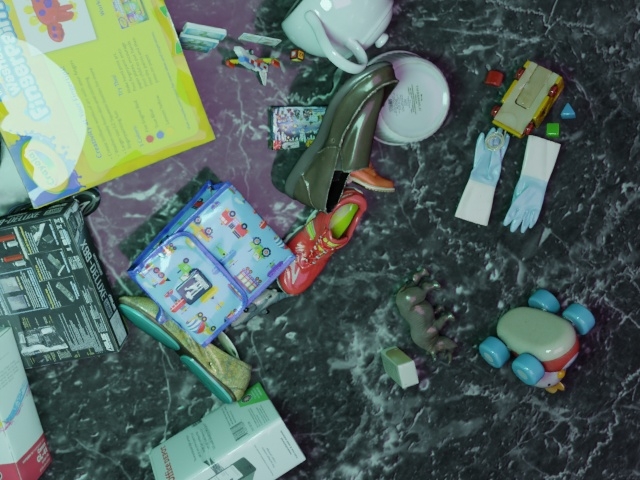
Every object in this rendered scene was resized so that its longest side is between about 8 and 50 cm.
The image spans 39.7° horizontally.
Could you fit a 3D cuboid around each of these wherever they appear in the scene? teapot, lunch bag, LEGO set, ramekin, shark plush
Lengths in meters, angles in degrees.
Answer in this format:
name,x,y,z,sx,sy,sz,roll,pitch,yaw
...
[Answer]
name,x,y,z,sx,sy,sz,roll,pitch,yaw
teapot,0.056,-0.450,1.763,0.187,0.252,0.256,40,83,-13
lunch bag,-0.237,0.055,1.818,0.293,0.138,0.221,-48,111,-16
LEGO set,-0.162,-0.365,1.752,0.244,0.182,0.060,6,87,-19
ramekin,0.181,-0.304,1.911,0.207,0.109,0.207,-4,103,-16
shark plush,-0.130,0.136,1.958,0.161,0.073,0.067,-27,130,-31

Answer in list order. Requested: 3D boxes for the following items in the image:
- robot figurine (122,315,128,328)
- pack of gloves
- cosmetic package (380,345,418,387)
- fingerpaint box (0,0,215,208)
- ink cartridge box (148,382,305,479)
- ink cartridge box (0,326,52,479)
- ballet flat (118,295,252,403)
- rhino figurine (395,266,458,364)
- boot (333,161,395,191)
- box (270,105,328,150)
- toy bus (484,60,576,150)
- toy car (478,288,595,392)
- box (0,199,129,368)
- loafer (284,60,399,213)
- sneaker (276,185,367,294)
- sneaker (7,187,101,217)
name,x,y,z,sx,sy,sz,roll,pitch,yaw
robot figurine,-0.453,0.183,1.843,0.101,0.067,0.115,-16,106,-18
pack of gloves,0.432,-0.141,2.071,0.195,0.046,0.232,16,94,-8
cosmetic package,0.181,0.289,2.036,0.041,0.115,0.060,-17,107,-13
fingerpaint box,-0.457,-0.339,1.678,0.371,0.163,0.445,-24,107,-12
ink cartridge box,-0.205,0.461,1.905,0.289,0.211,0.121,-31,110,-7
ink cartridge box,-0.685,0.337,1.730,0.226,0.131,0.306,-6,105,14
ballet flat,-0.278,0.205,1.889,0.123,0.123,0.348,-46,110,-3
rhino figurine,0.251,0.190,2.060,0.106,0.073,0.243,-31,110,-13
boot,0.101,-0.155,1.948,0.158,0.059,0.085,18,91,-19
box,-0.039,-0.241,1.900,0.137,0.027,0.094,-4,104,-17
toy bus,0.464,-0.298,2.004,0.202,0.104,0.191,-14,75,17
toy car,0.538,0.284,2.114,0.219,0.210,0.238,-40,123,-18
box,-0.542,0.095,1.729,0.242,0.076,0.307,-12,113,11
loafer,0.066,-0.202,1.821,0.130,0.134,0.366,43,124,16
sneaker,0.000,0.000,1.916,0.107,0.118,0.279,34,90,-20
sneaker,-0.527,-0.057,1.762,0.188,0.078,0.067,-17,107,-13
